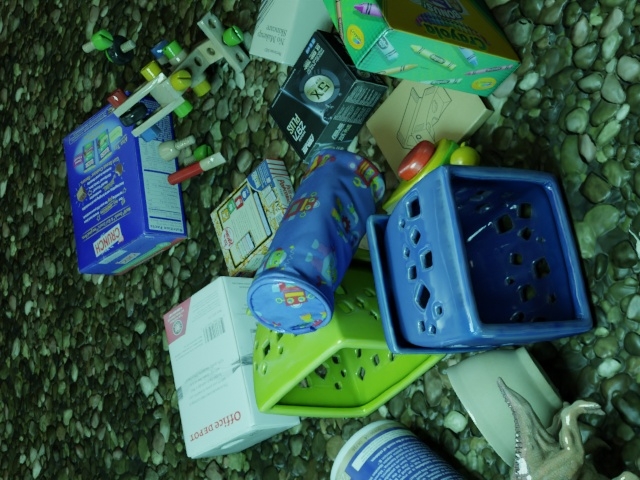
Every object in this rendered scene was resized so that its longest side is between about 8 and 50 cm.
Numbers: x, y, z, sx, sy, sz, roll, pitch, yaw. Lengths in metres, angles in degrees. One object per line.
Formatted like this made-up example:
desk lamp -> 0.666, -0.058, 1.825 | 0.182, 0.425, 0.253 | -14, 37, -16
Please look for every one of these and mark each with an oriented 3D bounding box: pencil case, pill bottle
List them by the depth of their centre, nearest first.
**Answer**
pencil case -> 0.000, 0.000, 1.502 | 0.119, 0.133, 0.306 | -14, 35, 34
pill bottle -> 0.148, 0.390, 1.532 | 0.265, 0.153, 0.153 | 35, 112, 44

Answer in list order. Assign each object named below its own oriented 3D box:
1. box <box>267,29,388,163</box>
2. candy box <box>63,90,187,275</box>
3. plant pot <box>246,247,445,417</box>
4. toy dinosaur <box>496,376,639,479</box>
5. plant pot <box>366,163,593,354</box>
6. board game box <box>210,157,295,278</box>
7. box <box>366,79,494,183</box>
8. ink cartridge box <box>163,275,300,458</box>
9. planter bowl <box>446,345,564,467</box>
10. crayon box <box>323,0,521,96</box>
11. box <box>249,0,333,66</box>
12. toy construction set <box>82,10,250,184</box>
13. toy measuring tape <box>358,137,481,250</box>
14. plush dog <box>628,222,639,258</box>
box -> 0.009, -0.241, 1.802 | 0.180, 0.078, 0.147 | -55, 51, 29
candy box -> -0.417, -0.113, 2.232 | 0.268, 0.122, 0.317 | -25, 68, 43
plant pot -> 0.026, 0.134, 1.647 | 0.228, 0.227, 0.207 | -43, 50, 37
toy dinosaur -> 0.299, 0.317, 1.324 | 0.200, 0.295, 0.127 | -44, 15, -10
plant pot -> 0.202, 0.042, 1.453 | 0.212, 0.236, 0.235 | -28, 67, 49
board game box -> -0.118, -0.038, 1.949 | 0.193, 0.045, 0.146 | -40, 58, 38
box -> 0.169, -0.193, 1.663 | 0.201, 0.021, 0.164 | -48, 53, 33
ink cartridge box -> -0.168, 0.233, 1.924 | 0.207, 0.117, 0.283 | -32, 63, 41
planter bowl -> 0.263, 0.212, 1.436 | 0.109, 0.162, 0.162 | -35, 58, 10
crayon box -> 0.142, -0.309, 1.510 | 0.081, 0.278, 0.165 | -46, 55, 36
box -> -0.031, -0.444, 1.853 | 0.113, 0.094, 0.275 | 24, 103, 47
toy construction set -> -0.243, -0.287, 2.010 | 0.237, 0.257, 0.308 | -19, 93, 33
toy measuring tape -> 0.148, -0.073, 1.627 | 0.330, 0.121, 0.121 | -38, 58, 55
plush dog -> 0.498, -0.004, 1.178 | 0.225, 0.210, 0.262 | -39, 56, 7
